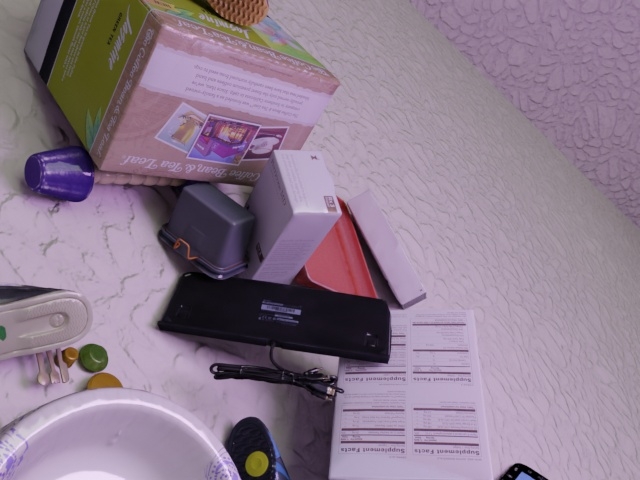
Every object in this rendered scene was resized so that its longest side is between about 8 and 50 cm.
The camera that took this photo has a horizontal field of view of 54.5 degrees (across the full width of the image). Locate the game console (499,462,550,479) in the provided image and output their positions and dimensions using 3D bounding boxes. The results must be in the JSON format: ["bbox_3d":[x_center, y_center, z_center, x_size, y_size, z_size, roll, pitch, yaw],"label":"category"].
[{"bbox_3d":[0.337,0.462,1.096,0.213,0.044,0.361,39,17,26],"label":"game console"}]

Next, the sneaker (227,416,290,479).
[{"bbox_3d":[-0.063,0.332,0.797,0.209,0.069,0.082,63,2,31],"label":"sneaker"}]

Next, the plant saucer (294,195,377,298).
[{"bbox_3d":[0.000,0.000,1.132,0.259,0.047,0.259,28,38,-53],"label":"plant saucer"}]

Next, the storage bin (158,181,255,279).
[{"bbox_3d":[-0.166,-0.020,0.918,0.135,0.091,0.098,34,29,20],"label":"storage bin"}]

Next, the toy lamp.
[{"bbox_3d":[-0.284,-0.093,0.900,0.274,0.080,0.080,-4,63,-51],"label":"toy lamp"}]

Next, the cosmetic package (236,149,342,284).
[{"bbox_3d":[-0.062,-0.023,0.948,0.085,0.231,0.117,-2,57,-27],"label":"cosmetic package"}]

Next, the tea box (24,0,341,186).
[{"bbox_3d":[-0.211,-0.265,0.946,0.329,0.220,0.323,1,41,-49],"label":"tea box"}]

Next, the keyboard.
[{"bbox_3d":[-0.061,0.130,0.845,0.317,0.033,0.202,8,36,3],"label":"keyboard"}]

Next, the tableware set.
[{"bbox_3d":[-0.270,0.189,0.709,0.104,0.024,0.154,7,53,-51],"label":"tableware set"}]

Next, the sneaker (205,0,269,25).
[{"bbox_3d":[-0.154,-0.360,0.842,0.185,0.070,0.084,24,27,-24],"label":"sneaker"}]

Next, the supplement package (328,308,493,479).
[{"bbox_3d":[0.128,0.261,0.884,0.263,0.198,0.199,-83,167,-46],"label":"supplement package"}]

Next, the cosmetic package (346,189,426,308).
[{"bbox_3d":[0.135,0.021,1.272,0.239,0.060,0.099,63,1,16],"label":"cosmetic package"}]

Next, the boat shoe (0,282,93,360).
[{"bbox_3d":[-0.368,0.087,0.654,0.233,0.079,0.084,-2,103,-39],"label":"boat shoe"}]

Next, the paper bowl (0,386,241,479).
[{"bbox_3d":[-0.210,0.287,0.556,0.284,0.148,0.284,25,51,-35],"label":"paper bowl"}]
